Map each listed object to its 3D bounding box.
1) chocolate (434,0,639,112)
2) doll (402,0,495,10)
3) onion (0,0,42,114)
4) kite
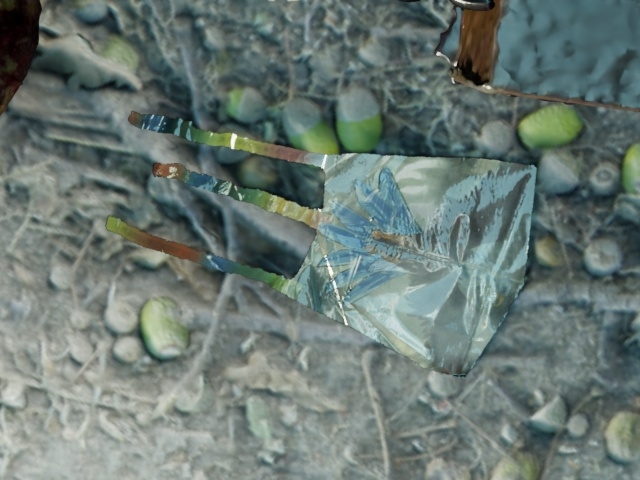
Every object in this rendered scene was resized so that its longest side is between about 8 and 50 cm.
[{"bbox_3d":[0.246,-0.128,1.292,0.321,0.112,0.112,8,104,-5],"label":"chocolate"},{"bbox_3d":[0.026,-0.196,1.253,0.219,0.091,0.067,6,142,20],"label":"doll"},{"bbox_3d":[-0.304,-0.157,1.224,0.246,0.190,0.246,-6,105,-24],"label":"onion"},{"bbox_3d":[0.000,0.001,1.372,0.310,0.015,0.169,11,107,-6],"label":"kite"}]
